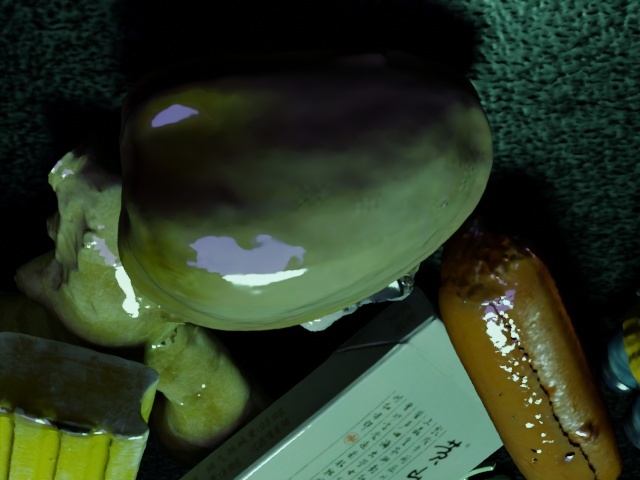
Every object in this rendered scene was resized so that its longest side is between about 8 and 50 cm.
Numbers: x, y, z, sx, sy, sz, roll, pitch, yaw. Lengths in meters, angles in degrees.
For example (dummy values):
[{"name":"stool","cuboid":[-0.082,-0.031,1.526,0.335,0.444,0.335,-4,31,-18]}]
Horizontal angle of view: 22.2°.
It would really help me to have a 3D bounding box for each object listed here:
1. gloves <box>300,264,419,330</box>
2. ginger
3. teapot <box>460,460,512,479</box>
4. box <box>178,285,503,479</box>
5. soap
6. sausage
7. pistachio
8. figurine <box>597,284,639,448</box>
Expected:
[{"name":"gloves","cuboid":[0.006,0.006,1.227,0.144,0.094,0.110,13,143,13]},{"name":"ginger","cuboid":[-0.152,0.081,1.324,0.363,0.122,0.348,30,146,-19]},{"name":"teapot","cuboid":[0.158,0.256,1.613,0.064,0.064,0.083,-3,113,20]},{"name":"box","cuboid":[0.001,0.209,1.411,0.365,0.051,0.204,-40,136,9]},{"name":"soap","cuboid":[-0.214,0.163,1.316,0.140,0.073,0.232,15,149,-4]},{"name":"sausage","cuboid":[0.172,0.108,1.320,0.102,0.102,0.330,-11,134,19]},{"name":"pistachio","cuboid":[-0.012,-0.032,1.111,0.260,0.163,0.213,-4,130,0]},{"name":"figurine","cuboid":[0.297,0.055,1.207,0.204,0.185,0.332,-6,152,-34]}]
